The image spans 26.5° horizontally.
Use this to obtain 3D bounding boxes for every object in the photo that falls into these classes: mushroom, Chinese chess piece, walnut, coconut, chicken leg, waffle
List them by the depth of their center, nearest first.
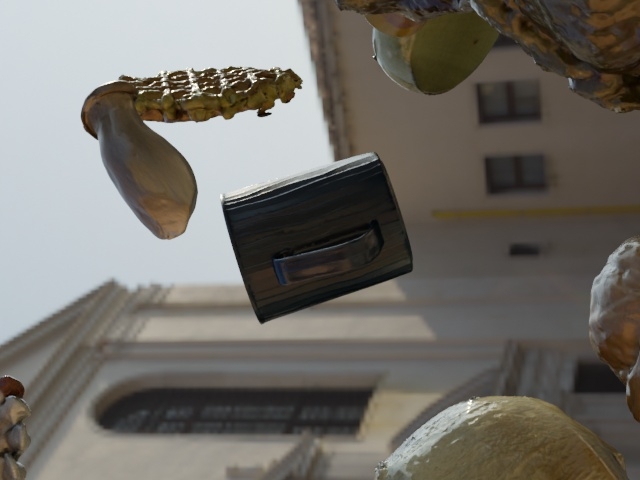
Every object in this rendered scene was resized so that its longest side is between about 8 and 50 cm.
[{"bbox_3d":[0.148,-0.175,0.893,0.140,0.211,0.361,-59,15,-1],"label":"chicken leg"},{"bbox_3d":[0.390,0.083,1.395,0.257,0.224,0.257,-42,-33,-36],"label":"walnut"},{"bbox_3d":[0.209,0.351,1.558,0.360,0.346,0.346,-28,-58,-28],"label":"coconut"},{"bbox_3d":[-0.215,-0.094,1.633,0.212,0.088,0.097,52,167,21],"label":"mushroom"},{"bbox_3d":[0.152,-0.278,1.732,0.188,0.083,0.188,-31,-38,-27],"label":"Chinese chess piece"},{"bbox_3d":[-0.197,-0.245,2.258,0.325,0.302,0.068,-27,-61,-49],"label":"waffle"}]

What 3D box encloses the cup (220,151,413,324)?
[{"bbox_3d":[0.002,0.006,1.126,0.150,0.138,0.113,-107,-1,-48],"label":"cup"}]

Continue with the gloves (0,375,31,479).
[{"bbox_3d":[-0.442,0.278,1.767,0.218,0.140,0.131,-63,-6,-6],"label":"gloves"}]

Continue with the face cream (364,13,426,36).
[{"bbox_3d":[0.119,-0.301,1.317,0.273,0.078,0.078,128,153,-58],"label":"face cream"}]
